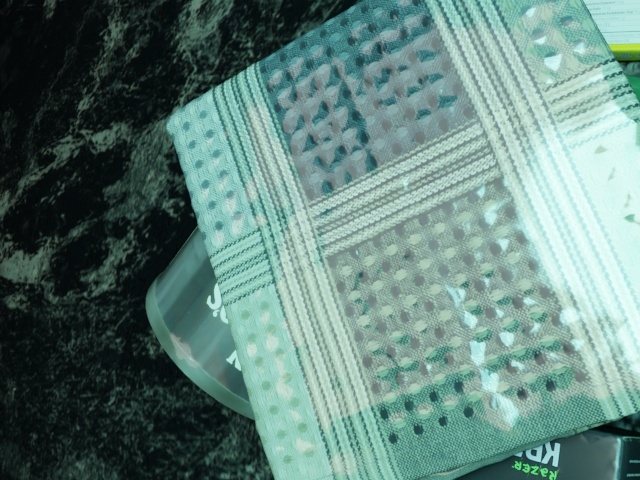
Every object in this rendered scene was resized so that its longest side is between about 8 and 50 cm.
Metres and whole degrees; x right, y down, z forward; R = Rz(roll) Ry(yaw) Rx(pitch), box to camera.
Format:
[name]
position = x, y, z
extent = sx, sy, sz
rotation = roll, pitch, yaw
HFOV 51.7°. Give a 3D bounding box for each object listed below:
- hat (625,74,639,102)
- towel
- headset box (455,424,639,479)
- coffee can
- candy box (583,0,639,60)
[hat]
position = 0.208, -0.014, 0.554
extent = 0.172, 0.184, 0.208
rotation = 24, 48, 30
[towel]
position = 0.060, -0.009, 0.441
extent = 0.312, 0.056, 0.325
rotation = -25, 73, 21
[headset box]
position = 0.101, 0.258, 0.482
extent = 0.246, 0.131, 0.283
rotation = 4, 79, 44
[coffee can]
position = 0.000, 0.000, 0.606
extent = 0.275, 0.201, 0.201
rotation = -51, 51, 15
[candy box]
position = 0.311, -0.195, 0.525
extent = 0.205, 0.027, 0.105
rotation = 14, 83, 41
